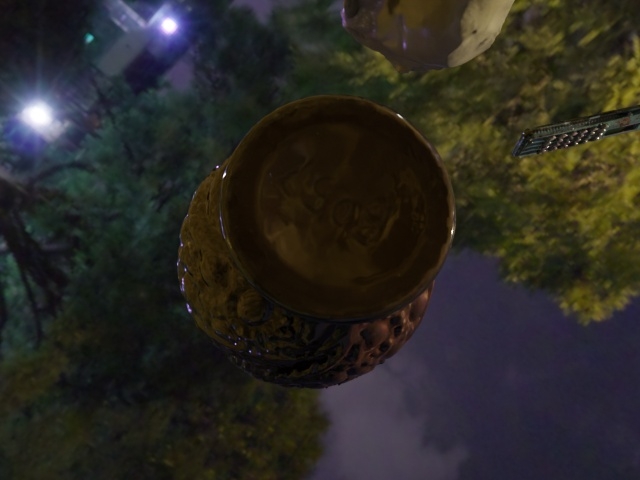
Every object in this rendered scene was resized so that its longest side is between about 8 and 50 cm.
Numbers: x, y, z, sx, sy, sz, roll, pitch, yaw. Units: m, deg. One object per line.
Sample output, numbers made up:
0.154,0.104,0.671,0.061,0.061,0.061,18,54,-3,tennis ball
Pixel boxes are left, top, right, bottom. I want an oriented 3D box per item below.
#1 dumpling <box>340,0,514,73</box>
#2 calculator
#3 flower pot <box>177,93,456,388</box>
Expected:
0.121,-0.284,1.007,0.258,0.193,0.146,-43,-138,49,dumpling
0.299,-0.124,0.996,0.172,0.018,0.057,-14,162,-11,calculator
0.000,0.000,0.837,0.266,0.267,0.267,-56,-179,-15,flower pot
